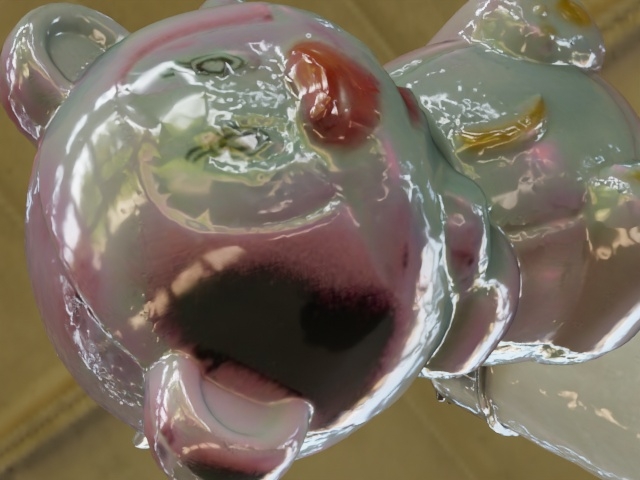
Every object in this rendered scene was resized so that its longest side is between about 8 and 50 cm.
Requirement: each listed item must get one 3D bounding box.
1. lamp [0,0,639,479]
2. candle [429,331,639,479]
[{"bbox_3d":[0.000,0.000,0.918,0.301,0.247,0.247,-8,-28,-37],"label":"lamp"},{"bbox_3d":[0.239,0.074,1.355,0.342,0.221,0.221,29,-50,28],"label":"candle"}]
